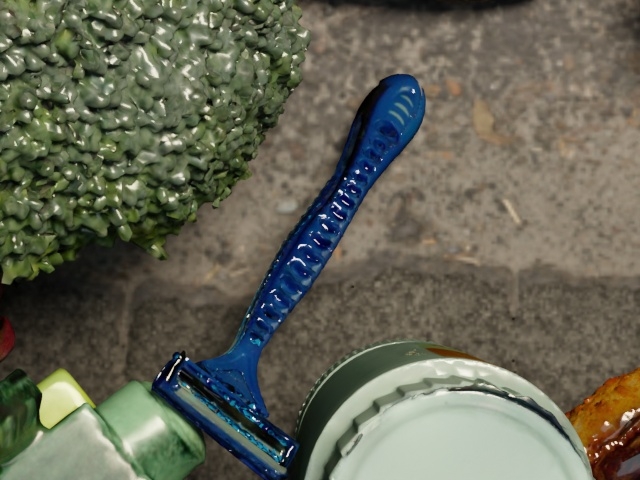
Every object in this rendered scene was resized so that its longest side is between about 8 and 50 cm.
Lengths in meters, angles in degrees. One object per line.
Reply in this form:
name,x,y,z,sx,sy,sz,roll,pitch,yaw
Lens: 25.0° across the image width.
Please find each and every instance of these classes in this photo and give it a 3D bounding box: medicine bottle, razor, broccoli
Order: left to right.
broccoli,-0.179,-0.157,0.871,0.353,0.397,0.275,35,98,-39
razor,-0.007,0.005,0.919,0.093,0.056,0.324,40,50,-14
medicine bottle,0.064,0.141,0.853,0.158,0.318,0.158,0,89,-1

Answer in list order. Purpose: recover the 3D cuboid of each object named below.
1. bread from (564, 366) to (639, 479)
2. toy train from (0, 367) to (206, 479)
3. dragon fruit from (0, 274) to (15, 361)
bread,0.199,0.209,0.978,0.139,0.095,0.269,16,103,0
toy train,-0.258,0.240,0.853,0.442,0.272,0.179,-39,92,-13
dragon fruit,-0.273,0.003,0.911,0.273,0.218,0.198,-51,131,-19
